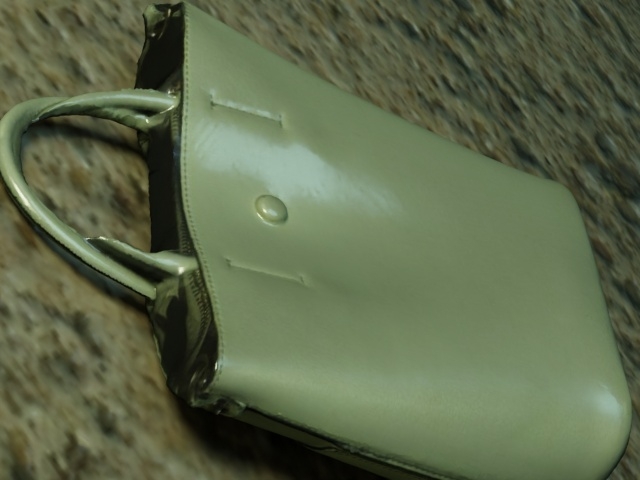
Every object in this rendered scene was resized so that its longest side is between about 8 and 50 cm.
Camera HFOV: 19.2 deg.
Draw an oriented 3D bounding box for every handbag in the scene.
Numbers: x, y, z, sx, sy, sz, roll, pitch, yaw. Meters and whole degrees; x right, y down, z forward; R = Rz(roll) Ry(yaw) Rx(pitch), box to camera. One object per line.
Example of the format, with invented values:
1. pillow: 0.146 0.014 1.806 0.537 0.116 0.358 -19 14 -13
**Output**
1. handbag: 0.000 0.000 0.865 0.315 0.109 0.241 29 35 -34
